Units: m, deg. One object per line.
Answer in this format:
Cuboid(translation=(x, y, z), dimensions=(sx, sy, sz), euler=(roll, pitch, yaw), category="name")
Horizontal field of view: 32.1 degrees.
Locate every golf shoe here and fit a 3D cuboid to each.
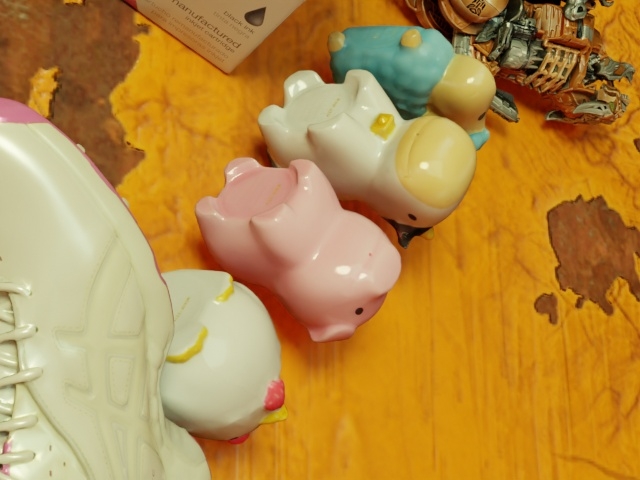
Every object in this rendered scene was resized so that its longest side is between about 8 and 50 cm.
Cuboid(translation=(-0.140, 0.082, 0.564), dimensions=(0.140, 0.115, 0.306), euler=(-46, 125, -57), category="golf shoe")

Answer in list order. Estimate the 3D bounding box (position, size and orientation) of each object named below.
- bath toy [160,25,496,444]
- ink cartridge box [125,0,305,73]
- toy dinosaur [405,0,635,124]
Cuboid(translation=(0.000, 0.000, 0.748), dimensions=(0.348, 0.151, 0.129), euler=(-53, 139, -33), category="bath toy")
Cuboid(translation=(-0.059, -0.236, 0.718), dimensions=(0.172, 0.237, 0.100), euler=(34, 59, -17), category="ink cartridge box")
Cuboid(translation=(0.146, -0.227, 0.905), dimensions=(0.322, 0.164, 0.218), euler=(39, 72, -40), category="toy dinosaur")
